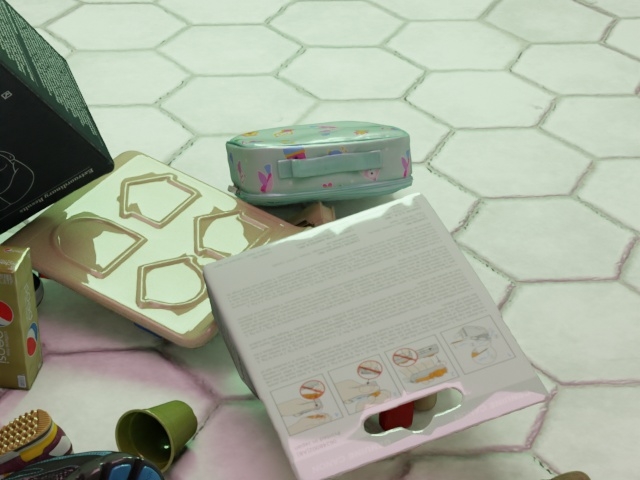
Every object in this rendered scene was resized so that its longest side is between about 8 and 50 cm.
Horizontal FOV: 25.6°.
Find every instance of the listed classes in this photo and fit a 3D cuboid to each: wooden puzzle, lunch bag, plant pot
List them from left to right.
[{"bbox_3d":[-0.229,0.018,1.991,0.348,0.080,0.322,22,37,18],"label":"wooden puzzle"},{"bbox_3d":[-0.188,0.226,1.681,0.083,0.083,0.079,18,23,25],"label":"plant pot"},{"bbox_3d":[-0.006,-0.116,2.171,0.279,0.107,0.224,-7,12,-13],"label":"lunch bag"}]

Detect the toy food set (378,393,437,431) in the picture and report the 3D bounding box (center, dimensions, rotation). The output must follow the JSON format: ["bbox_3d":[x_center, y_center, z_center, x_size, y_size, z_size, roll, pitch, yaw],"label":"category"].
[{"bbox_3d":[0.066,0.166,1.758,0.232,0.104,0.111,-9,33,-17],"label":"toy food set"}]

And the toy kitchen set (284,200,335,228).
[{"bbox_3d":[0.000,0.000,2.114,0.068,0.075,0.083,23,51,-44],"label":"toy kitchen set"}]

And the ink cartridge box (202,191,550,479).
[{"bbox_3d":[0.058,0.127,1.703,0.308,0.091,0.385,-18,45,-10],"label":"ink cartridge box"}]

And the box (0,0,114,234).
[{"bbox_3d":[-0.505,-0.174,1.846,0.293,0.395,0.212,-30,63,5],"label":"box"}]

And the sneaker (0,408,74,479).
[{"bbox_3d":[-0.371,0.268,1.611,0.185,0.084,0.069,-25,33,7],"label":"sneaker"}]

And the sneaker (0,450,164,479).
[{"bbox_3d":[-0.337,0.316,1.510,0.341,0.125,0.140,-15,8,-22],"label":"sneaker"}]

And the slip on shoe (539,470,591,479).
[{"bbox_3d":[0.262,0.293,1.619,0.135,0.041,0.051,-19,37,-31],"label":"slip on shoe"}]

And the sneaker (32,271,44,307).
[{"bbox_3d":[-0.502,0.053,1.869,0.282,0.153,0.099,-17,35,-30],"label":"sneaker"}]

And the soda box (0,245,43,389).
[{"bbox_3d":[-0.393,0.097,1.775,0.058,0.181,0.061,5,32,6],"label":"soda box"}]
